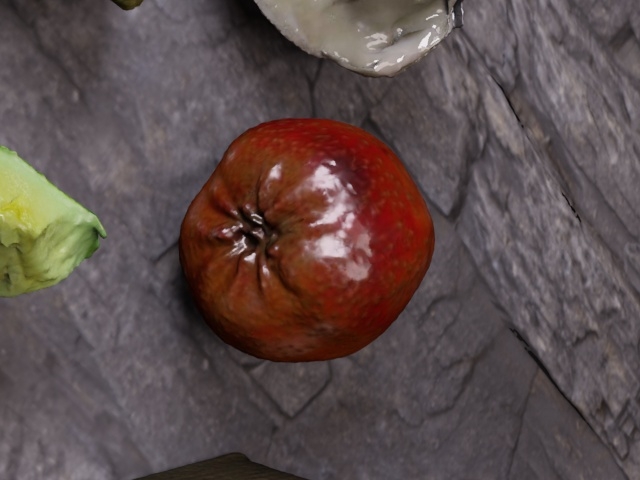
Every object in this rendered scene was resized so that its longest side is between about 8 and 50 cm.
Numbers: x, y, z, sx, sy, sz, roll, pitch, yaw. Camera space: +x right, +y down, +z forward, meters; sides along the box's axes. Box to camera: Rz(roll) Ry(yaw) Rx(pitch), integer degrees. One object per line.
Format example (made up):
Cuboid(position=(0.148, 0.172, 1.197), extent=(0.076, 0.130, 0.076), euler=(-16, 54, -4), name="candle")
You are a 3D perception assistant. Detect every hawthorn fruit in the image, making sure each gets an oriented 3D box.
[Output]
Cuboid(position=(0.000, 0.000, 1.171), extent=(0.200, 0.179, 0.179), euler=(-3, 98, -63), name="hawthorn fruit")

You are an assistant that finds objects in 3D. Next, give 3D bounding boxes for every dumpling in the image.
Cuboid(position=(0.020, -0.266, 1.175), extent=(0.204, 0.163, 0.293), euler=(-3, 101, -8), name="dumpling")

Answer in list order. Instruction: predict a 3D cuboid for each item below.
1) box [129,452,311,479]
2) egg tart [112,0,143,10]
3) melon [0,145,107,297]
Cuboid(position=(-0.105, 0.265, 1.120), extent=(0.273, 0.143, 0.184), euler=(-6, 101, -41), name="box")
Cuboid(position=(-0.156, -0.235, 0.995), extent=(0.078, 0.197, 0.197), euler=(-14, 108, -9), name="egg tart")
Cuboid(position=(-0.279, 0.010, 0.905), extent=(0.323, 0.124, 0.196), euler=(-19, 150, -47), name="melon")
